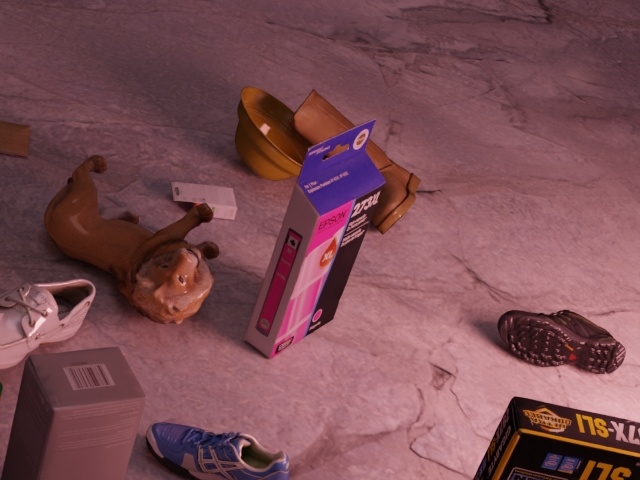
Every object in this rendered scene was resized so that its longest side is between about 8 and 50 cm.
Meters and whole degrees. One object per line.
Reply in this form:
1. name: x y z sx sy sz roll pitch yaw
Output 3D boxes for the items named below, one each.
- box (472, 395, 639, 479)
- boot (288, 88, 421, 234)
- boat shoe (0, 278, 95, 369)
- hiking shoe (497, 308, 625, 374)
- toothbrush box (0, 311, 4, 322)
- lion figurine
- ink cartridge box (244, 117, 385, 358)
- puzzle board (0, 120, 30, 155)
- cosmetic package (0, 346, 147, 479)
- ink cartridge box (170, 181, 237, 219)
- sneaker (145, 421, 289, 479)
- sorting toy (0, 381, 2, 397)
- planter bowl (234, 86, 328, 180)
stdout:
1. box: 0.366 0.354 1.813 0.322 0.257 0.079 13 32 -9
2. boot: 0.051 -0.145 2.487 0.269 0.089 0.236 40 20 -6
3. boat shoe: -0.413 0.101 1.893 0.098 0.096 0.277 44 23 8
4. hiking shoe: 0.399 0.163 2.295 0.226 0.086 0.114 17 19 -12
5. toothbrush box: -0.585 0.100 1.690 0.295 0.126 0.216 18 3 34
6. lion figurine: -0.316 0.005 2.142 0.392 0.142 0.240 18 37 26
7. ink cartridge box: 0.000 0.000 2.055 0.069 0.371 0.175 34 37 23
8. puzzle board: -0.579 -0.184 2.380 0.128 0.011 0.096 8 35 -14
9. cosmetic package: -0.307 0.254 1.652 0.127 0.238 0.107 -3 41 -35
10. ink cartridge box: -0.208 -0.071 2.376 0.115 0.029 0.063 6 35 -17
11. sneaker: -0.135 0.286 1.830 0.211 0.081 0.080 20 34 5
12. sorting toy: -0.532 0.143 1.880 0.132 0.046 0.274 0 37 -26
13. planter bowl: -0.093 -0.177 2.505 0.217 0.090 0.217 38 23 -19
